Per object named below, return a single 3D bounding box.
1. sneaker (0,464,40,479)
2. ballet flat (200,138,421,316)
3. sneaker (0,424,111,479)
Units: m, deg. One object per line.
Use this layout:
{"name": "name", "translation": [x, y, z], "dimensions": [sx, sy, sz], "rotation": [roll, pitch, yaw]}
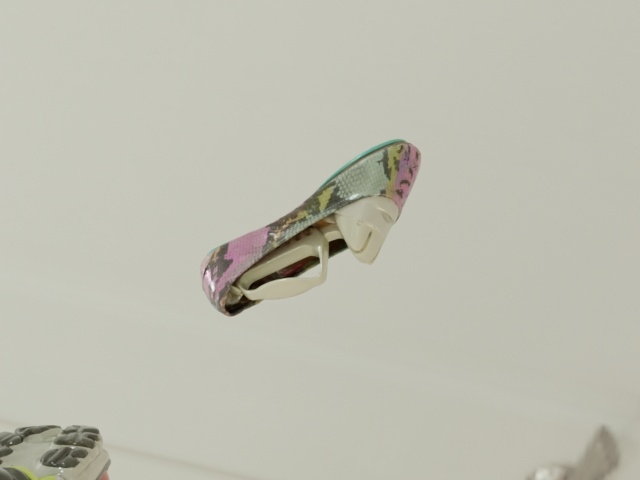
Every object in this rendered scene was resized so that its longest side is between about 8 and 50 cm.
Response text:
{"name": "sneaker", "translation": [-0.229, 0.253, 0.637], "dimensions": [0.384, 0.147, 0.145], "rotation": [-41, -13, 16]}
{"name": "ballet flat", "translation": [0.000, 0.000, 1.383], "dimensions": [0.077, 0.221, 0.079], "rotation": [52, -170, -49]}
{"name": "sneaker", "translation": [-0.174, 0.201, 0.873], "dimensions": [0.279, 0.107, 0.118], "rotation": [-47, -52, -61]}
